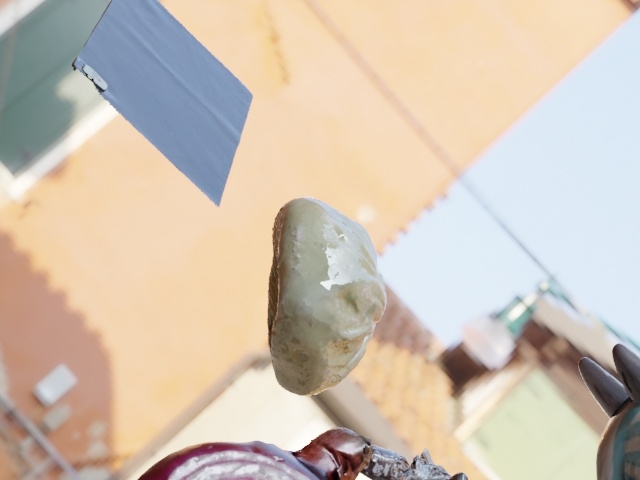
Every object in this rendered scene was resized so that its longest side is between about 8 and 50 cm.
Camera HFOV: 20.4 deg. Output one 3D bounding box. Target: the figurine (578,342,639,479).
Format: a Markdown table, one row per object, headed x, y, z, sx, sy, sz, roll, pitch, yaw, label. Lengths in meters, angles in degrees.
| x | y | z | sx | sy | sz | roll | pitch | yaw | label |
| --- | --- | --- | --- | --- | --- | --- | --- | --- | --- |
| 0.453 | 0.320 | 2.347 | 0.378 | 0.361 | 0.266 | 53 | 17 | 23 | figurine |

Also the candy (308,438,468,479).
| x | y | z | sx | sy | sz | roll | pitch | yaw | label |
| --- | --- | --- | --- | --- | --- | --- | --- | --- | --- |
| 0.091 | 0.304 | 2.390 | 0.226 | 0.051 | 0.094 | 12 | 7 | -22 | candy |

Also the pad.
| x | y | z | sx | sy | sz | roll | pitch | yaw | label |
| --- | --- | --- | --- | --- | --- | --- | --- | --- | --- |
| -0.090 | -0.095 | 1.066 | 0.116 | 0.004 | 0.193 | 45 | 19 | -14 | pad |

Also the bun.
| x | y | z | sx | sy | sz | roll | pitch | yaw | label |
| --- | --- | --- | --- | --- | --- | --- | --- | --- | --- |
| 0.007 | 0.063 | 2.004 | 0.231 | 0.133 | 0.231 | -178 | -90 | -84 | bun |

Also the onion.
| x | y | z | sx | sy | sz | roll | pitch | yaw | label |
| --- | --- | --- | --- | --- | --- | --- | --- | --- | --- |
| -0.037 | 0.198 | 1.109 | 0.173 | 0.198 | 0.135 | 41 | -48 | 6 | onion |
